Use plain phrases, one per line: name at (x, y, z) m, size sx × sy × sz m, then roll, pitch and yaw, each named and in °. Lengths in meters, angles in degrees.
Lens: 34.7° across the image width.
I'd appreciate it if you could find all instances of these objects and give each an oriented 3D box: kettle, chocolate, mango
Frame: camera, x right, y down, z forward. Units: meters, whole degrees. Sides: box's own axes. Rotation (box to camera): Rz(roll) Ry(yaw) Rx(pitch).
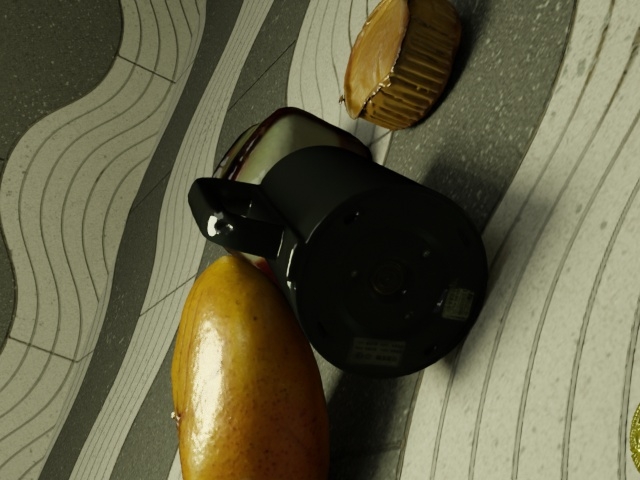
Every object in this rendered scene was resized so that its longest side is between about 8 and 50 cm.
kettle at (0.006, 0.013, 1.150) m, size 0.308 × 0.262 × 0.203 m, roll -135°, pitch 29°, yaw -68°
chocolate at (-0.068, -0.063, 1.533) m, size 0.283 × 0.186 × 0.284 m, roll -52°, pitch 24°, yaw 35°
mango at (-0.082, 0.188, 1.194) m, size 0.199 × 0.201 × 0.350 m, roll -8°, pitch 80°, yaw 24°

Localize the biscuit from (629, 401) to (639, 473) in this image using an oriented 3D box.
biscuit at (0.252, 0.134, 0.719) m, size 0.084 × 0.023 × 0.084 m, roll -52°, pitch 24°, yaw 35°

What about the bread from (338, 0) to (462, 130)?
bread at (0.113, -0.246, 1.402) m, size 0.199 × 0.104 × 0.199 m, roll -53°, pitch 27°, yaw 41°
